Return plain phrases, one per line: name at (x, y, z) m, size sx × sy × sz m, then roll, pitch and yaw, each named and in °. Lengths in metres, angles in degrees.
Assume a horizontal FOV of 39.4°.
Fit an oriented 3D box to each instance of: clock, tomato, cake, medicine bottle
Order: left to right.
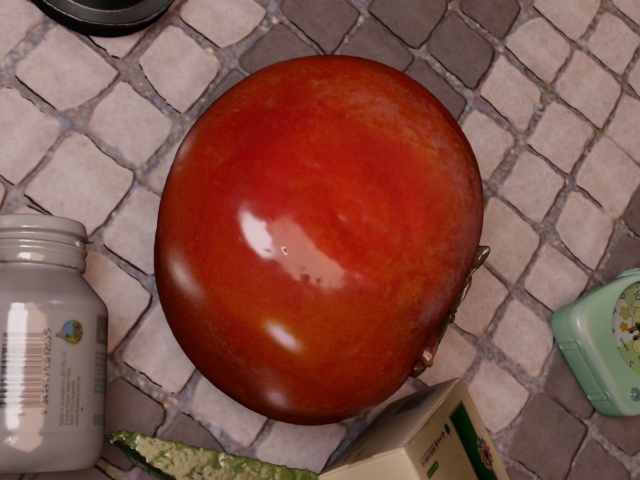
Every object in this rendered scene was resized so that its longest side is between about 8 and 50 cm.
medicine bottle at (-0.254, 0.090, 0.779) m, size 0.135 × 0.135 × 0.215 m, roll 4°, pitch 77°, yaw -20°
clock at (-0.228, -0.299, 0.924) m, size 0.184 × 0.040 × 0.184 m, roll 5°, pitch 76°, yaw -20°
cake at (-0.083, 0.216, 0.839) m, size 0.235 × 0.100 × 0.099 m, roll 38°, pitch 67°, yaw -10°
tomato at (0.000, 0.000, 0.826) m, size 0.290 × 0.293 × 0.325 m, roll 31°, pitch 74°, yaw 3°
clock at (0.376, 0.110, 1.060) m, size 0.188 × 0.060 × 0.148 m, roll -27°, pitch 89°, yaw -24°

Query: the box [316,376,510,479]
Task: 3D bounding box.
box at (0.105, 0.247, 0.848) m, size 0.168 × 0.095 × 0.212 m, roll 67°, pitch 24°, yaw 1°
